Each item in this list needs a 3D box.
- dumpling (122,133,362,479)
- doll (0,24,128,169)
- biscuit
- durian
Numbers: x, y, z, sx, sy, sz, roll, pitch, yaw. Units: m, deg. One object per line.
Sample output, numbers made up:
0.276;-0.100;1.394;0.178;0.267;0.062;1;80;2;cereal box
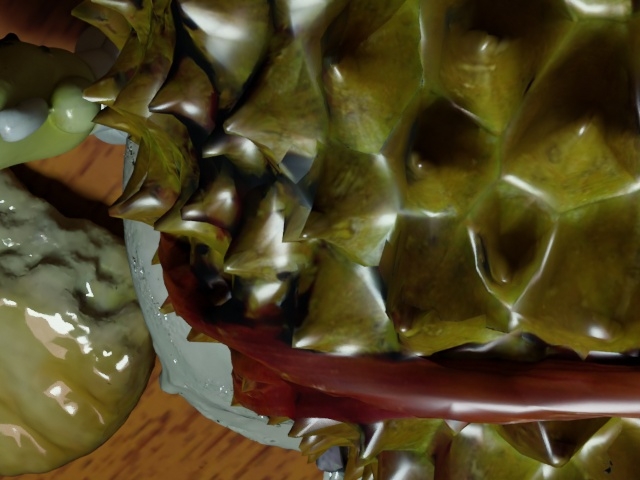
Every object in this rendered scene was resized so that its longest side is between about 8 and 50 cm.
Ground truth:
0.013;-0.007;0.779;0.163;0.293;0.204;-22;162;19;dumpling
-0.126;-0.065;0.834;0.106;0.162;0.062;11;108;47;doll
-0.227;0.027;0.997;0.274;0.091;0.213;31;133;-10;biscuit
0.103;-0.069;0.532;0.348;0.384;0.347;1;167;0;durian
